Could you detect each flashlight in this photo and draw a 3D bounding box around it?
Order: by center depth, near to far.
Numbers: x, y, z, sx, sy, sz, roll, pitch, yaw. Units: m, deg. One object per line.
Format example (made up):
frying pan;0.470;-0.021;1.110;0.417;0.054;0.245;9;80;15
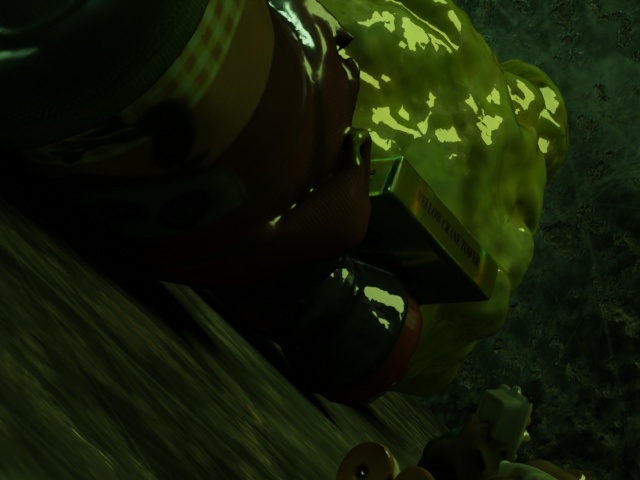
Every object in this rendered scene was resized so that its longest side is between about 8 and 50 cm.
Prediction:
flashlight;-0.041;0.005;0.983;0.232;0.093;0.093;39;3;-32

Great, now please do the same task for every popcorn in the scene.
popcorn;0.046;-0.055;1.320;0.293;0.292;0.334;52;8;36

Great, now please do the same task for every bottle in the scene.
bottle;-0.053;-0.054;0.721;0.156;0.143;0.271;46;-1;30

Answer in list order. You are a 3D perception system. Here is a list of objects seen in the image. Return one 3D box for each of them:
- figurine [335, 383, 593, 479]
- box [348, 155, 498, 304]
figurine;0.087;0.123;0.730;0.147;0.093;0.197;31;-9;44
box;0.000;0.000;1.077;0.193;0.030;0.121;-4;-35;38
